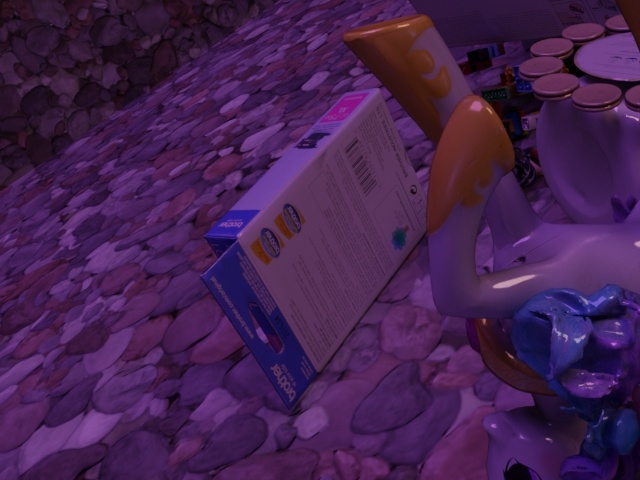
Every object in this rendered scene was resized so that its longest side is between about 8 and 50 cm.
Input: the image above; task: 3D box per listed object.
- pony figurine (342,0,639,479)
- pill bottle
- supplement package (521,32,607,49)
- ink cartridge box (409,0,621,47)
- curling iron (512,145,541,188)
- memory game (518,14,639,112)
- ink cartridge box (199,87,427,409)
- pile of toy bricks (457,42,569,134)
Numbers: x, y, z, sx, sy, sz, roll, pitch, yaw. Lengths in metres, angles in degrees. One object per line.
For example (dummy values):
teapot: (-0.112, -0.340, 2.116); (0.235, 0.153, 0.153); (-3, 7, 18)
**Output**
pony figurine: (0.206, 0.020, 0.465); (0.350, 0.364, 0.303); (-16, 18, -7)
pill bottle: (0.339, -0.110, 0.675); (0.263, 0.146, 0.146); (-22, 25, -11)
supplement package: (0.434, -0.415, 1.125); (0.261, 0.145, 0.204); (2, 41, 45)
ink cartridge box: (0.299, -0.394, 0.962); (0.309, 0.130, 0.272); (12, 63, 51)
curling iron: (0.269, -0.042, 0.782); (0.068, 0.035, 0.274); (-52, 33, 3)
memory game: (0.256, -0.147, 0.616); (0.186, 0.012, 0.186); (-11, 34, 7)
ink cartridge box: (0.000, 0.000, 0.802); (0.065, 0.186, 0.311); (2, 41, 42)
pile of toy bricks: (0.266, -0.201, 0.972); (0.105, 0.118, 0.212); (-19, 14, -14)
